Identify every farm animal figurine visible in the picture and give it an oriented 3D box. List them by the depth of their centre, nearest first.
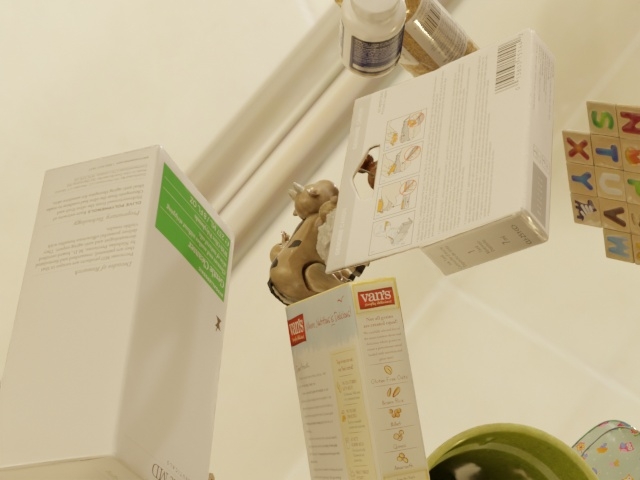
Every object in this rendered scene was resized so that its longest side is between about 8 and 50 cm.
[{"bbox_3d":[0.000,0.000,2.278,0.172,0.326,0.330,29,-50,0],"label":"farm animal figurine"}]

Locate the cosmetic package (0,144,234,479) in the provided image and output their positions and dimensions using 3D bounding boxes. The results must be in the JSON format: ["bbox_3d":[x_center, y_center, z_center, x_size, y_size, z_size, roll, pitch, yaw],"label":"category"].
[{"bbox_3d":[-0.211,0.109,1.477,0.155,0.365,0.197,-11,-35,20],"label":"cosmetic package"}]

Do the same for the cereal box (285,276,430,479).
[{"bbox_3d":[0.032,0.158,1.142,0.173,0.047,0.240,156,-73,-69],"label":"cereal box"}]

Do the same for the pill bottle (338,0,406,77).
[{"bbox_3d":[0.075,-0.312,2.013,0.094,0.094,0.169,37,-18,13],"label":"pill bottle"}]

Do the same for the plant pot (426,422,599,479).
[{"bbox_3d":[0.171,0.369,1.675,0.276,0.276,0.254,41,-24,-7],"label":"plant pot"}]

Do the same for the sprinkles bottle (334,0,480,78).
[{"bbox_3d":[0.166,-0.328,2.270,0.121,0.121,0.355,25,-10,48],"label":"sprinkles bottle"}]

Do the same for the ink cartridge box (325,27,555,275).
[{"bbox_3d":[0.147,-0.090,1.664,0.261,0.296,0.066,-19,-47,32],"label":"ink cartridge box"}]

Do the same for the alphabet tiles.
[{"bbox_3d":[0.533,-0.078,2.223,0.343,0.011,0.285,14,-56,44],"label":"alphabet tiles"}]

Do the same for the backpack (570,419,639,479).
[{"bbox_3d":[0.478,0.378,2.235,0.188,0.166,0.144,37,-15,47],"label":"backpack"}]

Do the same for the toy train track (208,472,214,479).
[{"bbox_3d":[-0.122,0.295,1.529,0.014,0.083,0.048,12,-29,-5],"label":"toy train track"}]
